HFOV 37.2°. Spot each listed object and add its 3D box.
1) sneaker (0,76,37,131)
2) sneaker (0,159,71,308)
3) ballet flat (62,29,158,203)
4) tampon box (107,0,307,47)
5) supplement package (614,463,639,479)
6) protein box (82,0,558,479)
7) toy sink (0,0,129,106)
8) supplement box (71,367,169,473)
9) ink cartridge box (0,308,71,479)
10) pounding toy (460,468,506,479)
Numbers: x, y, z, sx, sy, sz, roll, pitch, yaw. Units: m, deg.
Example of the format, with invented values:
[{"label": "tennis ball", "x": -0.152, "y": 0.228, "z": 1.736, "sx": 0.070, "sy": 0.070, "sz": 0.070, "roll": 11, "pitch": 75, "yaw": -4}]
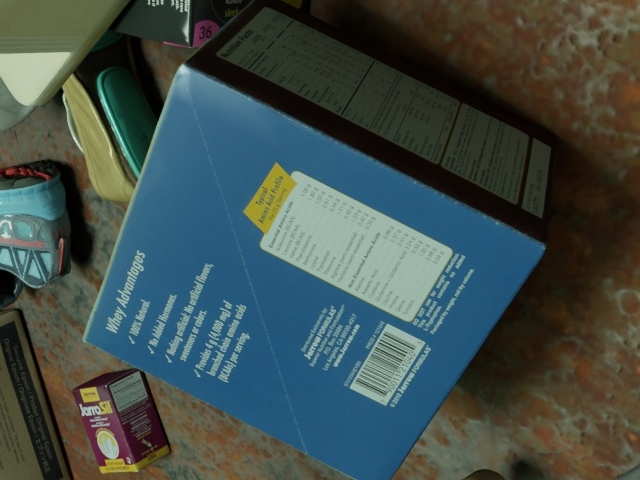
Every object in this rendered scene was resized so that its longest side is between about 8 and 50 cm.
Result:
[{"label": "sneaker", "x": -0.266, "y": -0.241, "z": 0.744, "sx": 0.146, "sy": 0.104, "sz": 0.296, "roll": 24, "pitch": 113, "yaw": 30}, {"label": "sneaker", "x": -0.330, "y": 0.008, "z": 0.875, "sx": 0.261, "sy": 0.104, "sz": 0.125, "roll": -5, "pitch": 105, "yaw": 38}, {"label": "ballet flat", "x": -0.181, "y": -0.134, "z": 0.723, "sx": 0.073, "sy": 0.080, "sz": 0.232, "roll": -8, "pitch": 104, "yaw": 39}, {"label": "tampon box", "x": -0.102, "y": -0.192, "z": 0.621, "sx": 0.161, "sy": 0.120, "sz": 0.102, "roll": 20, "pitch": 115, "yaw": 30}, {"label": "supplement package", "x": 0.263, "y": 0.150, "z": 0.436, "sx": 0.177, "sy": 0.175, "sz": 0.293, "roll": 49, "pitch": 128, "yaw": 13}, {"label": "protein box", "x": 0.000, "y": 0.000, "z": 0.563, "sx": 0.201, "sy": 0.136, "sz": 0.200, "roll": 27, "pitch": 123, "yaw": 1}, {"label": "toy sink", "x": -0.185, "y": -0.194, "z": 0.520, "sx": 0.234, "sy": 0.131, "sz": 0.153, "roll": -38, "pitch": 78, "yaw": 35}, {"label": "supplement box", "x": -0.179, "y": 0.162, "z": 0.855, "sx": 0.055, "sy": 0.043, "sz": 0.083, "roll": -15, "pitch": 96, "yaw": 40}, {"label": "ink cartridge box", "x": -0.384, "y": 0.178, "z": 0.985, "sx": 0.234, "sy": 0.088, "sz": 0.193, "roll": -6, "pitch": 104, "yaw": 37}, {"label": "pounding toy", "x": 0.109, "y": 0.245, "z": 0.646, "sx": 0.181, "sy": 0.094, "sz": 0.206, "roll": 20, "pitch": 108, "yaw": 35}]
